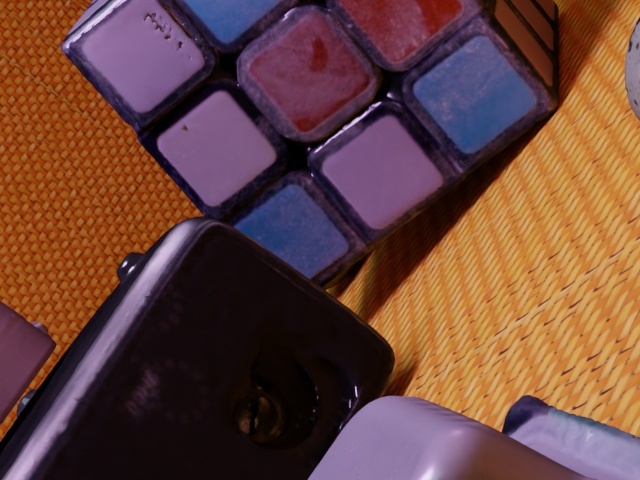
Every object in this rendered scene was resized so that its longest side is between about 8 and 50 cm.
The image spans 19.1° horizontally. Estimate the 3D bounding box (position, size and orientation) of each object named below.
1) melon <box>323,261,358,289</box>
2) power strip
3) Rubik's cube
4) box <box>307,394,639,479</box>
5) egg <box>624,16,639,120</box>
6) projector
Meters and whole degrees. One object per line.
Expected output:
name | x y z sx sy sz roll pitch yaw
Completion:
melon | 0.000 0.000 2.094 0.099 0.099 0.162 -50 12 22
power strip | -0.286 0.120 1.547 0.154 0.078 0.154 -55 4 6
Rubik's cube | 0.006 -0.208 1.862 0.363 0.359 0.362 -36 12 15
box | 0.044 0.177 0.999 0.264 0.106 0.336 -54 8 -6
egg | 0.239 -0.117 1.215 0.085 0.085 0.110 -69 2 -64
projector | -0.176 0.236 1.547 0.405 0.242 0.395 -46 11 49
